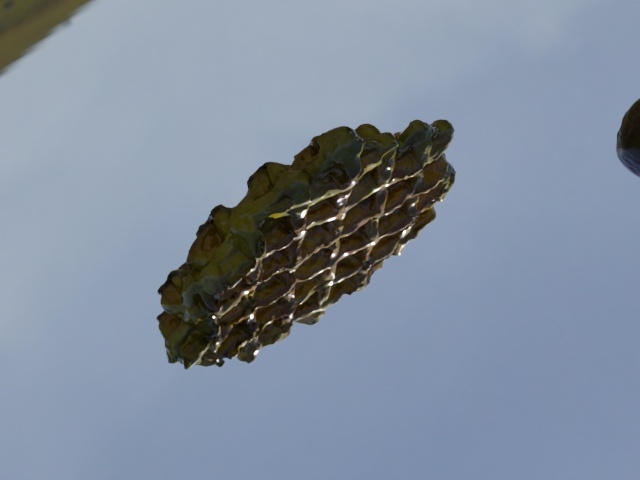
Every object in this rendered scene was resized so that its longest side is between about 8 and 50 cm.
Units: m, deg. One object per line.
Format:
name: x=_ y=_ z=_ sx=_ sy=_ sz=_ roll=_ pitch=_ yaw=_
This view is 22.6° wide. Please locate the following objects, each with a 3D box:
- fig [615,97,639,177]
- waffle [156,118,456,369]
fig: x=0.420 y=-0.109 z=1.845 sx=0.103 sy=0.154 sz=0.109 roll=-63 pitch=165 yaw=-7
waffle: x=0.000 y=0.000 z=1.142 sx=0.243 sy=0.059 sz=0.238 roll=-45 pitch=157 yaw=19
